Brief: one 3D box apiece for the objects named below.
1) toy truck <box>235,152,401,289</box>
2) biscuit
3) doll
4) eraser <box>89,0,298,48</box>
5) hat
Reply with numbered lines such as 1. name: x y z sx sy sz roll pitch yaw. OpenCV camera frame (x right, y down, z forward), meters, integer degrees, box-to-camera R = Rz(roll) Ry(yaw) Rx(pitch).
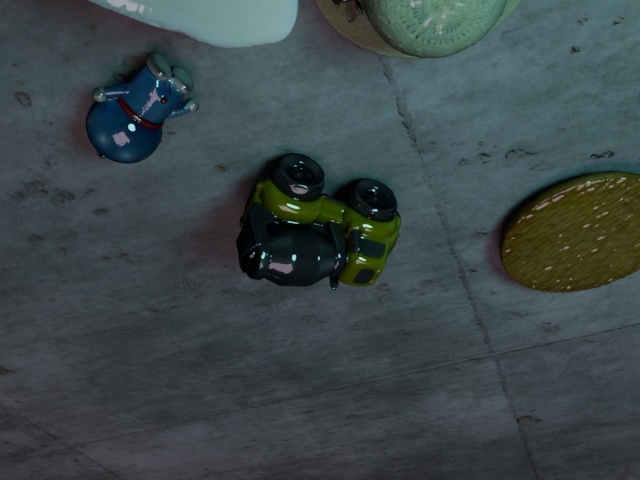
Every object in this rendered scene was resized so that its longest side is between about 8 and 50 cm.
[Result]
1. toy truck: 0.000 0.000 0.854 0.224 0.165 0.147 14 135 -18
2. biscuit: 0.401 -0.010 0.956 0.262 0.037 0.262 -1 137 -1
3. doll: -0.218 -0.149 0.747 0.114 0.085 0.152 24 123 -41
4. eraser: -0.130 -0.340 0.486 0.331 0.150 0.331 -2 137 -2
5. hat: 0.109 -0.255 0.603 0.257 0.130 0.257 -1 137 -1
